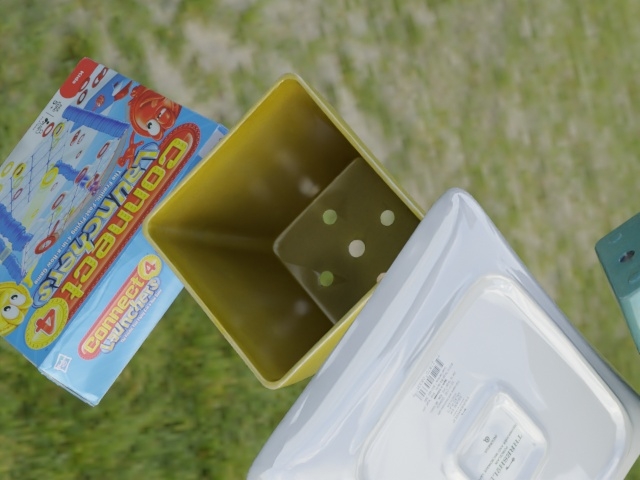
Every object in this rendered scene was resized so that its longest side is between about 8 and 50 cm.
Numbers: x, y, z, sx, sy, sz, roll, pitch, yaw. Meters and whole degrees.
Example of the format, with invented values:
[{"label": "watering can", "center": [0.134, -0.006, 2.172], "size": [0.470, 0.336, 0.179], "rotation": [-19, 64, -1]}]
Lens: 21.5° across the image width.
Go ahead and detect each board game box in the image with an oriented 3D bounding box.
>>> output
[{"label": "board game box", "center": [-0.245, -0.021, 1.793], "size": [0.086, 0.302, 0.308], "rotation": [41, 82, -39]}]

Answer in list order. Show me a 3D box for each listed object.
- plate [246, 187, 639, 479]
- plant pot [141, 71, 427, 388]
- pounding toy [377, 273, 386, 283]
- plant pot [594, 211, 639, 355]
[{"label": "plate", "center": [0.115, 0.149, 1.199], "size": [0.278, 0.045, 0.277], "rotation": [47, 65, -24]}, {"label": "plant pot", "center": [0.000, 0.000, 1.604], "size": [0.212, 0.212, 0.187], "rotation": [50, 13, 20]}, {"label": "pounding toy", "center": [0.149, 0.120, 1.993], "size": [0.269, 0.155, 0.154], "rotation": [18, 80, -40]}, {"label": "plant pot", "center": [0.319, 0.075, 1.253], "size": [0.234, 0.166, 0.165], "rotation": [51, 13, -20]}]
